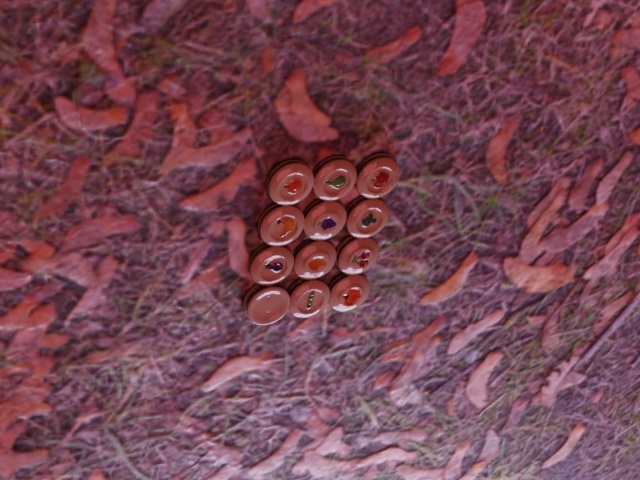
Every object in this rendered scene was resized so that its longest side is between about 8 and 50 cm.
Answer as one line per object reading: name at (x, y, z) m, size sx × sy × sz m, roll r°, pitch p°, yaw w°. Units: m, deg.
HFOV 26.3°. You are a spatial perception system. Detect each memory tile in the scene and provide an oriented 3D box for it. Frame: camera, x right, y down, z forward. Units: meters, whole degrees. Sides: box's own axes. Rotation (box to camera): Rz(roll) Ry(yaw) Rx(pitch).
memory tile at (0.000, 0.000, 1.060) m, size 0.113 × 0.012 × 0.148 m, roll -5°, pitch 126°, yaw -26°
